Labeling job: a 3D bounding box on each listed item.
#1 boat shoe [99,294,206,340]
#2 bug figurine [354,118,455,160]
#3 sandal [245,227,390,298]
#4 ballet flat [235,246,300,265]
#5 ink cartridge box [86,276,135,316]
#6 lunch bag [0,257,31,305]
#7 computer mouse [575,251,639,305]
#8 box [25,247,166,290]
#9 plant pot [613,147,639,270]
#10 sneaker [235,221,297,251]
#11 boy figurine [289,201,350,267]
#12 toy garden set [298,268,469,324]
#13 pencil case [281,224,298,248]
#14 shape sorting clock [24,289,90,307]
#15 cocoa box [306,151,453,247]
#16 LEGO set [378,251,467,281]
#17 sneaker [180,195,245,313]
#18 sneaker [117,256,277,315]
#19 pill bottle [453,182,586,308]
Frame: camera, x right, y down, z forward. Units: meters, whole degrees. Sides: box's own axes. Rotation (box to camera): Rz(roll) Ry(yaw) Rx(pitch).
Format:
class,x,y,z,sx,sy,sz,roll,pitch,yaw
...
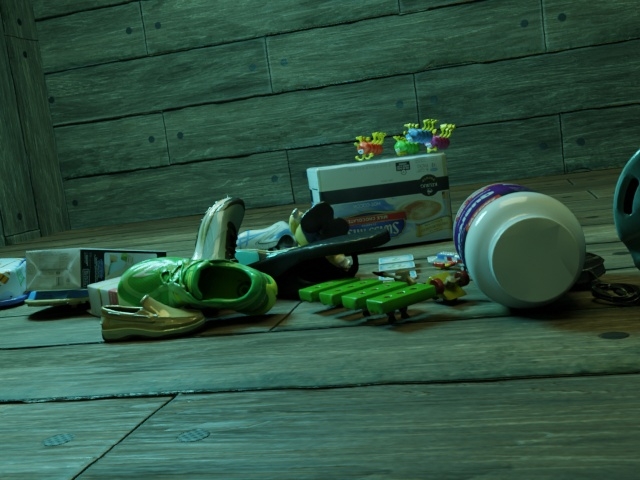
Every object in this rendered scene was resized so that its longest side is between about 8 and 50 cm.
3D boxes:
class,x,y,z,sx,sy,sz,roll,pitch,yaw
boat shoe,-0.294,0.130,1.304,0.190,0.072,0.068,-6,7,6
bug figurine,0.235,-0.266,2.041,0.216,0.072,0.279,-4,-2,-38
sandal,-0.036,0.067,1.509,0.445,0.107,0.167,-18,1,37
ballet flat,-0.126,0.061,1.750,0.232,0.080,0.073,-2,-19,20
ink cartridge box,-0.403,0.114,1.555,0.115,0.067,0.198,-14,9,-37
lunch bag,-0.877,0.117,1.860,0.303,0.115,0.243,-8,10,-13
computer mouse,0.444,0.068,1.211,0.071,0.041,0.242,-16,14,1
box,-0.507,0.067,1.731,0.169,0.087,0.290,-4,-4,27
plant pot,0.629,-0.079,1.117,0.334,0.341,0.341,-24,16,-37
sneaker,-0.167,0.016,2.070,0.237,0.085,0.086,-23,56,-30
boy figurine,0.000,0.000,1.748,0.092,0.177,0.285,-46,-4,-10
toy garden set,0.114,0.093,1.291,0.203,0.049,0.244,-14,9,-31
pencil case,-0.079,-0.014,2.232,0.070,0.064,0.152,-23,7,4
shape sorting clock,-0.550,0.130,1.680,0.206,0.040,0.206,-2,-3,0
cocoa box,0.155,-0.102,2.024,0.347,0.228,0.231,-7,6,-5
LEGO set,0.241,0.033,1.583,0.244,0.060,0.182,-6,11,6
sneaker,-0.199,0.033,1.495,0.108,0.272,0.100,7,-32,22
sneaker,-0.226,0.070,1.350,0.295,0.109,0.123,1,-21,10
pill bottle,0.317,0.005,1.223,0.181,0.182,0.323,-7,7,6
